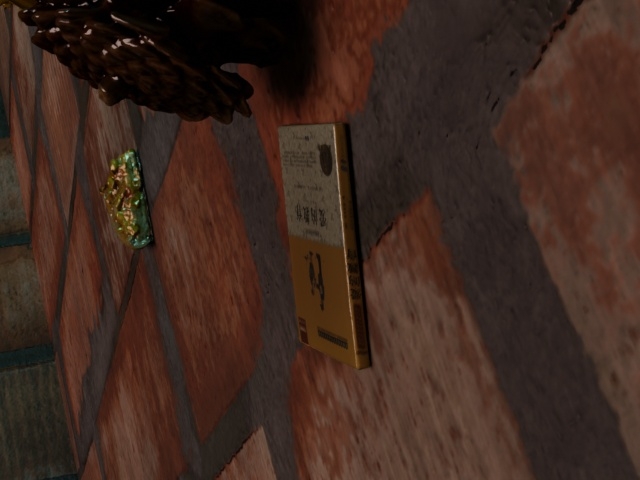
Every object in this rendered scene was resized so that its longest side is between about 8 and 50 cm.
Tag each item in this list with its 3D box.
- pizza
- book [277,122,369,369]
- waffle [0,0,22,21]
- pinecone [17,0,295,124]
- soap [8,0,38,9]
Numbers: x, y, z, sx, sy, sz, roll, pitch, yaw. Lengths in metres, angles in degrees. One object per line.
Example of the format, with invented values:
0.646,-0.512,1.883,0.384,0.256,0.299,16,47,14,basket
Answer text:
-0.259,-0.058,1.334,0.178,0.041,0.131,-119,31,-41,pizza
0.000,0.000,0.741,0.118,0.012,0.172,-167,70,-68,book
-0.411,-0.394,1.401,0.051,0.228,0.231,-29,73,23,waffle
-0.113,-0.185,0.735,0.208,0.208,0.208,171,90,-69,pinecone
-0.407,-0.409,1.230,0.096,0.324,0.204,-29,59,22,soap
